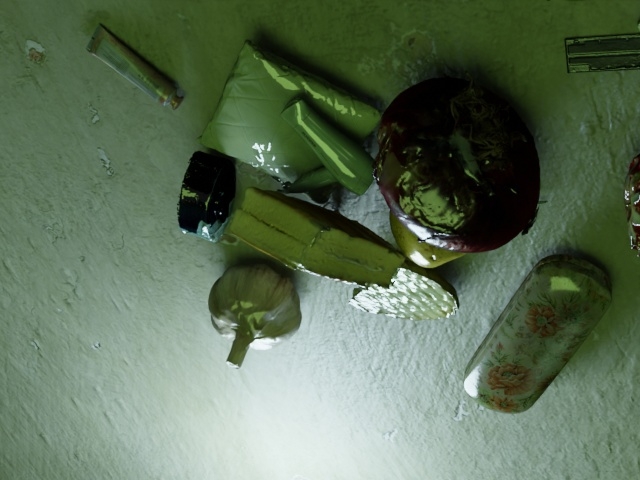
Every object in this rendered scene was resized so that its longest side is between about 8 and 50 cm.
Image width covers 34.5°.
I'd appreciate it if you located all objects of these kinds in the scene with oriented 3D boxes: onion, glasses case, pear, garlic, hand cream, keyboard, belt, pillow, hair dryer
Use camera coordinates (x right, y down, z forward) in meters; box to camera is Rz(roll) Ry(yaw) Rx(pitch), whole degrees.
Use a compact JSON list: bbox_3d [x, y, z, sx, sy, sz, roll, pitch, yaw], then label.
[{"bbox_3d":[0.224,-0.116,1.726,0.314,0.314,0.232,35,145,-7],"label":"onion"},{"bbox_3d":[0.417,0.192,2.021,0.156,0.098,0.425,23,132,-2],"label":"glasses case"},{"bbox_3d":[0.207,-0.042,1.891,0.178,0.178,0.178,12,130,14],"label":"pear"},{"bbox_3d":[-0.150,0.172,2.169,0.218,0.212,0.218,11,136,11],"label":"garlic"},{"bbox_3d":[-0.353,-0.324,1.970,0.209,0.043,0.067,38,129,-3],"label":"hand cream"},{"bbox_3d":[0.493,-0.300,1.652,0.198,0.010,0.063,1,124,22],"label":"keyboard"},{"bbox_3d":[-0.222,-0.081,2.031,0.078,0.151,0.198,16,145,10],"label":"belt"},{"bbox_3d":[-0.061,-0.214,1.912,0.281,0.076,0.274,27,137,-7],"label":"pillow"},{"bbox_3d":[-0.029,-0.143,1.887,0.206,0.075,0.237,42,143,-14],"label":"hair dryer"}]

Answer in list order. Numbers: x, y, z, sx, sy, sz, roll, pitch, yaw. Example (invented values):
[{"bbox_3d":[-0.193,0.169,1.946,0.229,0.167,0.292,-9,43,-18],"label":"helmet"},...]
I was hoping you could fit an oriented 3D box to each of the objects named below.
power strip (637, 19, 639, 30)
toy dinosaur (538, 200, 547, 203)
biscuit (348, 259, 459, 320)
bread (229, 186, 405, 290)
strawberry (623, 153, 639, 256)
[{"bbox_3d":[0.529,-0.313,1.610,0.040,0.016,0.090,-22,112,33],"label":"power strip"},{"bbox_3d":[0.361,-0.060,1.897,0.119,0.029,0.060,-12,137,23],"label":"toy dinosaur"},{"bbox_3d":[0.180,0.110,2.047,0.187,0.036,0.273,25,155,-16],"label":"biscuit"},{"bbox_3d":[0.000,0.000,1.904,0.246,0.239,0.111,30,101,49],"label":"bread"},{"bbox_3d":[0.622,-0.067,1.680,0.244,0.205,0.205,-5,126,6],"label":"strawberry"}]
